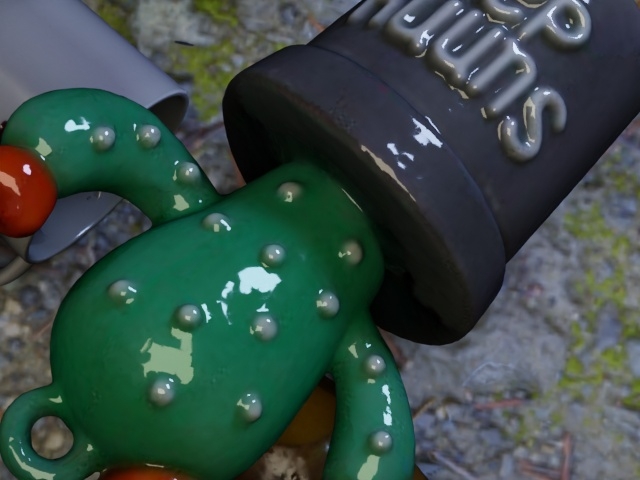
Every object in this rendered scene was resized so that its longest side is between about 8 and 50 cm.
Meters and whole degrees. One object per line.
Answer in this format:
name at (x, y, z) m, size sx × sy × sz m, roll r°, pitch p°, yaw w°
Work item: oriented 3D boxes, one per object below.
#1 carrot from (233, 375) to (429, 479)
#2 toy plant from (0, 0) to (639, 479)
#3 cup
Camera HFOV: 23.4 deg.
carrot at (0.035, 0.188, 0.881) m, size 0.114 × 0.114 × 0.302 m, roll -43°, pitch 86°, yaw 0°
toy plant at (-0.007, -0.010, 0.816) m, size 0.400 × 0.185 × 0.279 m, roll -43°, pitch 116°, yaw -18°
cup at (-0.179, -0.072, 0.911) m, size 0.142 × 0.173 × 0.134 m, roll 42°, pitch 56°, yaw 6°
